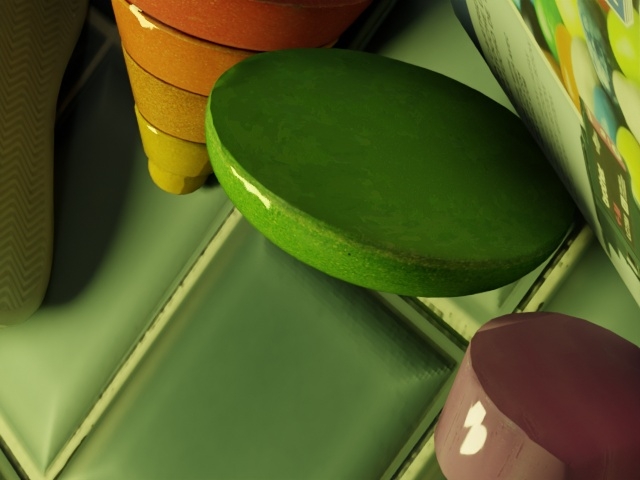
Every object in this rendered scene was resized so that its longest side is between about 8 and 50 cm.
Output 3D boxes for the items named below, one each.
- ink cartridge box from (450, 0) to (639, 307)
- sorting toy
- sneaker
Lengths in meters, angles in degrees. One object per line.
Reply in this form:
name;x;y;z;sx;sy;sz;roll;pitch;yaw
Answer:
ink cartridge box;0.082;-0.087;0.500;0.065;0.186;0.311;-19;44;-1
sorting toy;0.000;0.000;0.623;0.365;0.127;0.126;58;139;45
sneaker;-0.209;-0.076;0.860;0.169;0.108;0.292;-19;54;34
